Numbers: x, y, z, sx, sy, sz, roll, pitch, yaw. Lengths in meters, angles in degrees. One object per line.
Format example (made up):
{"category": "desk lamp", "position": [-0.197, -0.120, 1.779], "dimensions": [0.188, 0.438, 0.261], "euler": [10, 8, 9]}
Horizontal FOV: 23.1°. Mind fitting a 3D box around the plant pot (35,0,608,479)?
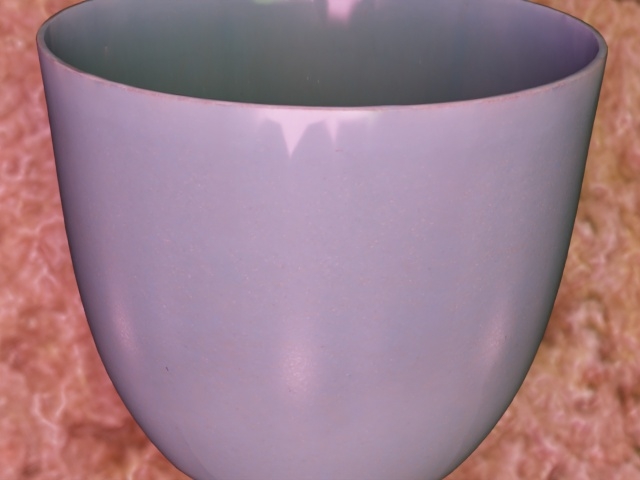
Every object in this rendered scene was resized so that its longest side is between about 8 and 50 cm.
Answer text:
{"category": "plant pot", "position": [0.000, 0.000, 0.850], "dimensions": [0.293, 0.293, 0.235], "euler": [-4, 111, -13]}
